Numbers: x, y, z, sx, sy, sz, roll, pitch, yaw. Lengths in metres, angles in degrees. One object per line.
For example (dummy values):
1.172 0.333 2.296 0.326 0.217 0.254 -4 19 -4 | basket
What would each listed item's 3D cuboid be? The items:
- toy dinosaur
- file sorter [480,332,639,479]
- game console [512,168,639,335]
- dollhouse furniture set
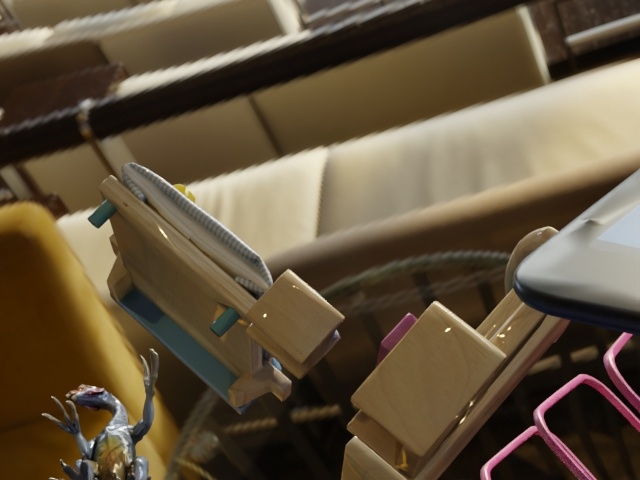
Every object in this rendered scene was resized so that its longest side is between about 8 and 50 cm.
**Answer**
-0.093 0.091 0.514 0.047 0.090 0.082 1 3 -6 | toy dinosaur
0.291 0.138 0.919 0.182 0.202 0.291 49 113 13 | file sorter
0.245 -0.073 0.433 0.173 0.250 0.293 39 46 20 | game console
0.000 0.000 0.791 0.303 0.286 0.198 39 72 14 | dollhouse furniture set
